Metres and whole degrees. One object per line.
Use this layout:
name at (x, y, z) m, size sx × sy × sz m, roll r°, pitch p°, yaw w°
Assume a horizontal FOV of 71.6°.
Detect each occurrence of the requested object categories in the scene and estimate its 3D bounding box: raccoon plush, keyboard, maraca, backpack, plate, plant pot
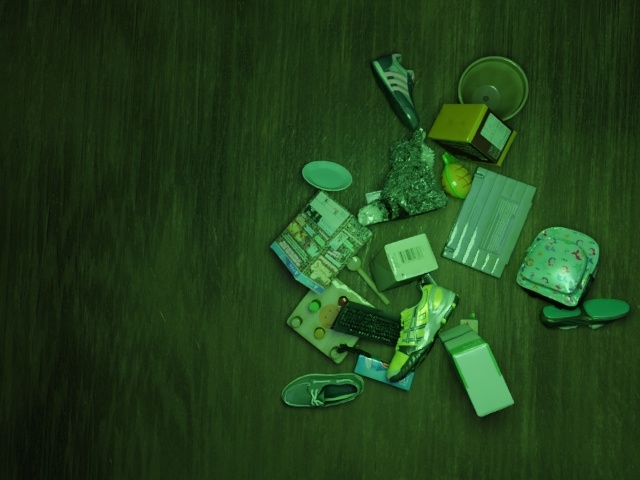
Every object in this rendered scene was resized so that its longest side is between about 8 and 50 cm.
raccoon plush at (0.273, -0.228, 1.507) m, size 0.216 × 0.446 × 0.299 m, roll -16°, pitch 88°, yaw 33°
keyboard at (0.168, 0.335, 1.579) m, size 0.317 × 0.033 × 0.201 m, roll 22°, pitch 101°, yaw -32°
maraca at (0.485, -0.235, 1.602) m, size 0.099 × 0.127 × 0.185 m, roll -26°, pitch 60°, yaw 36°
backpack at (0.819, 0.082, 1.522) m, size 0.225 × 0.191 × 0.253 m, roll 27°, pitch 83°, yaw 37°
plate at (0.024, -0.236, 1.656) m, size 0.188 × 0.188 × 0.024 m, roll 18°, pitch 131°, yaw 7°
plant pot at (0.609, -0.529, 1.604) m, size 0.238 × 0.110 × 0.237 m, roll 0°, pitch 90°, yaw 6°

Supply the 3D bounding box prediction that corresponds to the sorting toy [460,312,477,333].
sorting toy at (0.551, 0.309, 1.644) m, size 0.062 × 0.012 × 0.083 m, roll 1°, pitch 89°, yaw 7°

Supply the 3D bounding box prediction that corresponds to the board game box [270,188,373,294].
board game box at (0.000, 0.000, 1.592) m, size 0.291 × 0.141 × 0.232 m, roll -48°, pitch 41°, yaw 4°

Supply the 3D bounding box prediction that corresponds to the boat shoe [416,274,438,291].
boat shoe at (0.391, 0.165, 1.639) m, size 0.066 × 0.066 × 0.183 m, roll -37°, pitch 85°, yaw 6°

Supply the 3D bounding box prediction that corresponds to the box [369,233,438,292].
box at (0.272, 0.086, 1.516) m, size 0.148 × 0.311 × 0.121 m, roll -17°, pitch 78°, yaw -8°

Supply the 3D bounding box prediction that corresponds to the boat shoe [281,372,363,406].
boat shoe at (0.003, 0.564, 1.660) m, size 0.320 × 0.099 × 0.116 m, roll -11°, pitch 88°, yaw 6°

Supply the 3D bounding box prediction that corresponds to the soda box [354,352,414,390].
soda box at (0.235, 0.482, 1.651) m, size 0.210 × 0.067 × 0.071 m, roll 17°, pitch 91°, yaw 6°

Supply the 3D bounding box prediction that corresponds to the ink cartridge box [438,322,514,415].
ink cartridge box at (0.513, 0.422, 1.504) m, size 0.122 × 0.289 × 0.211 m, roll -24°, pitch 90°, yaw 6°

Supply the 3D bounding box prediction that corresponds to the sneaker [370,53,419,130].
sneaker at (0.304, -0.555, 1.618) m, size 0.131 × 0.112 × 0.319 m, roll -26°, pitch 75°, yaw 1°

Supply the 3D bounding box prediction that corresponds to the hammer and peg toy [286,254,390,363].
hammer and peg toy at (0.081, 0.243, 1.642) m, size 0.266 × 0.127 × 0.361 m, roll 38°, pitch 93°, yaw 6°

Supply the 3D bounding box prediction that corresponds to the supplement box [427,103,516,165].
supplement box at (0.521, -0.365, 1.532) m, size 0.194 × 0.191 × 0.129 m, roll 25°, pitch 92°, yaw -32°

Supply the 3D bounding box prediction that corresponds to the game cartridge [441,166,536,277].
game cartridge at (0.615, -0.064, 1.622) m, size 0.230 × 0.068 × 0.355 m, roll 22°, pitch 91°, yaw 3°

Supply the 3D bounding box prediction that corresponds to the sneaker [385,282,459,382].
sneaker at (0.338, 0.327, 1.580) m, size 0.147 × 0.145 × 0.384 m, roll 33°, pitch 87°, yaw 23°

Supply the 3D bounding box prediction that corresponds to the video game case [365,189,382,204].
video game case at (0.226, -0.128, 1.690) m, size 0.087 × 0.011 × 0.122 m, roll -13°, pitch 87°, yaw 6°

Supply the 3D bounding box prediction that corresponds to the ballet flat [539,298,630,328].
ballet flat at (0.924, 0.264, 1.566) m, size 0.281 × 0.095 × 0.096 m, roll -6°, pitch 130°, yaw 16°
